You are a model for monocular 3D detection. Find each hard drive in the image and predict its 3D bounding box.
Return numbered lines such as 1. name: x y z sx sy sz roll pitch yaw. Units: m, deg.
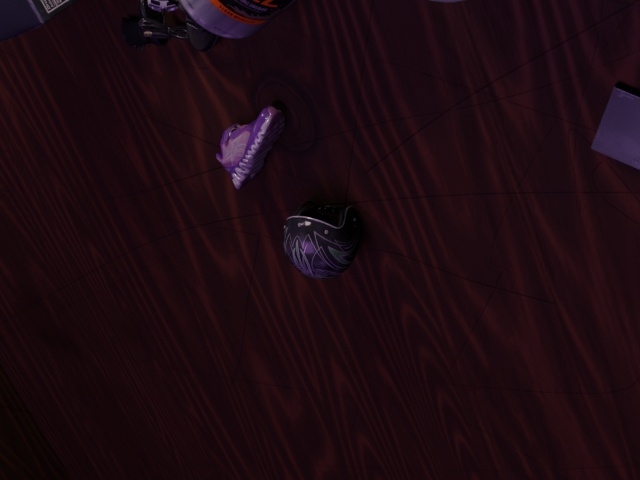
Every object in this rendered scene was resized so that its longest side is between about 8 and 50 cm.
1. hard drive: 0.522 -0.193 1.826 0.094 0.022 0.135 27 137 17

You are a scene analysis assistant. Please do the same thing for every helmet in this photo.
1. helmet: 0.000 0.000 2.283 0.169 0.161 0.169 21 135 22

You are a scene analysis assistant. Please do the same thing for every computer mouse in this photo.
1. computer mouse: -0.313 -0.497 2.176 0.106 0.042 0.193 3 126 -5

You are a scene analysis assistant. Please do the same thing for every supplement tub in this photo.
1. supplement tub: -0.091 -0.510 1.880 0.207 0.207 0.338 50 138 -10

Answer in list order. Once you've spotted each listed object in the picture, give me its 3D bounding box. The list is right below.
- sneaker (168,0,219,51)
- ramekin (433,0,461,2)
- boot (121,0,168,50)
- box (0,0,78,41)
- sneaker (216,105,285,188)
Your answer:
1. sneaker: -0.247 -0.449 2.112 0.087 0.130 0.227 34 140 12
2. ramekin: 0.205 -0.522 1.688 0.303 0.148 0.303 21 135 22
3. boot: -0.378 -0.458 2.270 0.099 0.045 0.121 8 130 37
4. box: -0.567 -0.592 2.107 0.183 0.294 0.296 -8 119 41
5. sneaker: -0.157 -0.211 2.282 0.104 0.095 0.236 45 140 8
